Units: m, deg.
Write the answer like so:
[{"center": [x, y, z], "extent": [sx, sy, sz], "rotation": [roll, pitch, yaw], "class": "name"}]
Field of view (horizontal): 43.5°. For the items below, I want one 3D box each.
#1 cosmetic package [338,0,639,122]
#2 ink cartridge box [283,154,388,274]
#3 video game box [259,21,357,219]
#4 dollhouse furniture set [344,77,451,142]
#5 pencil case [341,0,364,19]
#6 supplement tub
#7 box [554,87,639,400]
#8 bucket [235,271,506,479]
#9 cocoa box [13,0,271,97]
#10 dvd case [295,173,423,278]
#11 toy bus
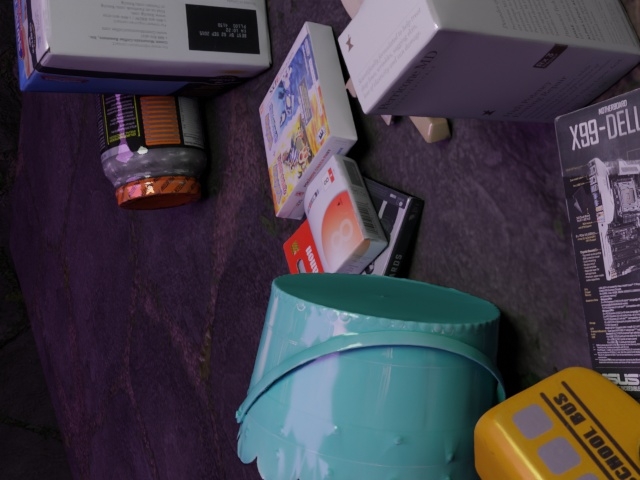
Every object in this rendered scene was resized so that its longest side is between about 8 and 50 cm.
[{"center": [0.146, -0.164, 0.680], "extent": [0.117, 0.231, 0.085], "rotation": [-44, 56, 53], "class": "cosmetic package"}, {"center": [0.000, 0.000, 1.030], "extent": [0.179, 0.045, 0.145], "rotation": [-46, 45, 32], "class": "ink cartridge box"}, {"center": [-0.024, -0.164, 1.114], "extent": [0.187, 0.048, 0.205], "rotation": [124, 143, -49], "class": "video game box"}, {"center": [0.089, -0.137, 0.939], "extent": [0.114, 0.091, 0.081], "rotation": [61, 156, 31], "class": "dollhouse furniture set"}, {"center": [0.161, -0.326, 0.707], "extent": [0.410, 0.160, 0.183], "rotation": [-45, 43, 52], "class": "pencil case"}, {"center": [-0.314, -0.224, 1.480], "extent": [0.193, 0.194, 0.316], "rotation": [-19, 76, 58], "class": "supplement tub"}, {"center": [0.317, -0.009, 0.564], "extent": [0.307, 0.076, 0.242], "rotation": [-16, 79, 58], "class": "box"}, {"center": [0.057, 0.144, 0.842], "extent": [0.281, 0.281, 0.183], "rotation": [18, 104, 57], "class": "bucket"}, {"center": [-0.287, -0.362, 1.267], "extent": [0.228, 0.347, 0.231], "rotation": [-8, 86, 60], "class": "cocoa box"}, {"center": [0.032, 0.035, 1.037], "extent": [0.179, 0.029, 0.238], "rotation": [31, 105, 54], "class": "dvd case"}, {"center": [0.254, 0.244, 0.560], "extent": [0.332, 0.130, 0.108], "rotation": [55, 163, 41], "class": "toy bus"}]
